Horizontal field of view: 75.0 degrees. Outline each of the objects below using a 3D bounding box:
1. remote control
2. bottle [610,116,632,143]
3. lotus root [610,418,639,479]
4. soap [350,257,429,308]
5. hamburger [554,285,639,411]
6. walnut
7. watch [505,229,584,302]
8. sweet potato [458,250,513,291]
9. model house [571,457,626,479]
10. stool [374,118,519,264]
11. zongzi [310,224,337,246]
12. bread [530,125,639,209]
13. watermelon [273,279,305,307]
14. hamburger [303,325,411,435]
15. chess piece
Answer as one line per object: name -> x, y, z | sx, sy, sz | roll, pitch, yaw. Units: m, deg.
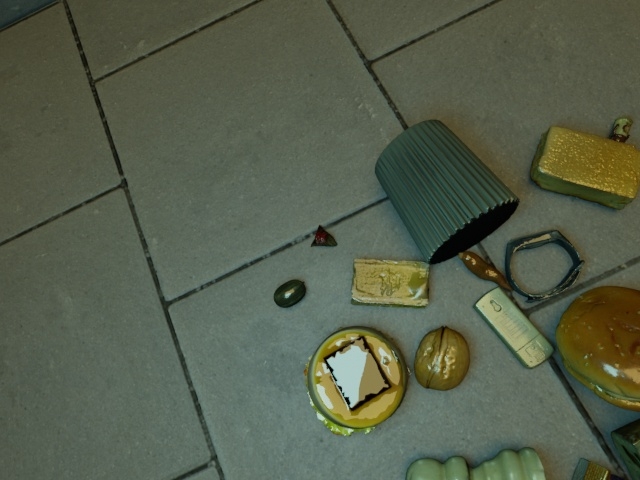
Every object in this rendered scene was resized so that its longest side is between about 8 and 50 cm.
remote control -> 0.547, 0.247, 1.189 | 0.098, 0.038, 0.234 | -36, 71, -3
bottle -> 0.928, -0.328, 1.290 | 0.063, 0.047, 0.101 | 22, 80, 4
lotus root -> 0.878, 0.503, 0.992 | 0.260, 0.149, 0.267 | -31, 88, 1
soap -> 0.207, 0.130, 1.255 | 0.233, 0.076, 0.135 | 2, 73, 10
hamburger -> 0.770, 0.260, 1.059 | 0.289, 0.170, 0.314 | -38, 43, -12
walnut -> 0.335, 0.324, 1.148 | 0.144, 0.144, 0.180 | 14, 72, 12
watch -> 0.646, 0.073, 1.210 | 0.206, 0.068, 0.193 | -14, 76, 8
sweet potato -> 0.491, 0.092, 1.234 | 0.194, 0.056, 0.056 | 34, 81, 5
model house -> 0.699, 0.609, 1.029 | 0.100, 0.100, 0.088 | 25, 79, 14
stool -> 0.344, -0.145, 1.211 | 0.297, 0.297, 0.330 | -31, 67, -1
zongzi -> 0.000, 0.000, 1.345 | 0.073, 0.067, 0.083 | -52, 55, 4
bread -> 0.788, -0.219, 1.248 | 0.274, 0.114, 0.185 | 20, 75, 13
watermelon -> -0.093, 0.164, 1.289 | 0.110, 0.078, 0.078 | -31, 72, -3
hamburger -> 0.098, 0.375, 1.150 | 0.294, 0.179, 0.276 | -32, 75, -5
chess piece -> 0.383, 0.624, 1.052 | 0.330, 0.182, 0.183 | -7, 73, 13
